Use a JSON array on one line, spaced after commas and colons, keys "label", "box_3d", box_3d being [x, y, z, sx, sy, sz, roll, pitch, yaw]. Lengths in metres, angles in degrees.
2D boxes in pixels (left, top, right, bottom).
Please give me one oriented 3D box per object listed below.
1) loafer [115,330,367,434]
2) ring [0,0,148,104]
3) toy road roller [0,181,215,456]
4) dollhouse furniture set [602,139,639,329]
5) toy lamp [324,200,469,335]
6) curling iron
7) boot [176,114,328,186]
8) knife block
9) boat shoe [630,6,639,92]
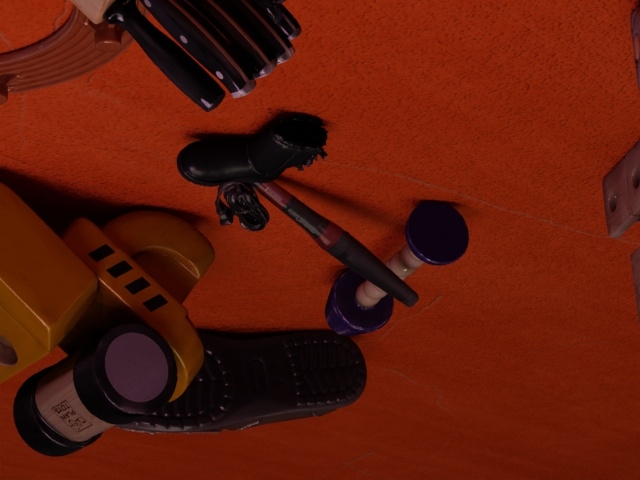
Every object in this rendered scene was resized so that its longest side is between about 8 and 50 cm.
[{"label": "loafer", "box_3d": [-0.129, 0.191, 2.295, 0.366, 0.134, 0.130, 2, 159, -13]}, {"label": "ring", "box_3d": [-0.302, -0.177, 1.430, 0.337, 0.032, 0.336, -3, 159, -1]}, {"label": "toy road roller", "box_3d": [-0.260, 0.043, 1.863, 0.329, 0.240, 0.202, 44, 143, -12]}, {"label": "dollhouse furniture set", "box_3d": [0.367, 0.004, 1.800, 0.129, 0.183, 0.129, 1, 159, -13]}, {"label": "toy lamp", "box_3d": [0.073, 0.041, 2.007, 0.080, 0.080, 0.274, 4, 157, -19]}, {"label": "curling iron", "box_3d": [0.000, 0.000, 1.865, 0.274, 0.035, 0.068, 29, 135, -32]}, {"label": "boot", "box_3d": [-0.060, -0.084, 1.698, 0.121, 0.045, 0.099, 2, 162, -34]}, {"label": "knife block", "box_3d": [-0.138, -0.194, 1.108, 0.276, 0.242, 0.088, 3, 158, -17]}, {"label": "boat shoe", "box_3d": [0.353, -0.111, 1.590, 0.116, 0.123, 0.324, -12, 160, 16]}]
